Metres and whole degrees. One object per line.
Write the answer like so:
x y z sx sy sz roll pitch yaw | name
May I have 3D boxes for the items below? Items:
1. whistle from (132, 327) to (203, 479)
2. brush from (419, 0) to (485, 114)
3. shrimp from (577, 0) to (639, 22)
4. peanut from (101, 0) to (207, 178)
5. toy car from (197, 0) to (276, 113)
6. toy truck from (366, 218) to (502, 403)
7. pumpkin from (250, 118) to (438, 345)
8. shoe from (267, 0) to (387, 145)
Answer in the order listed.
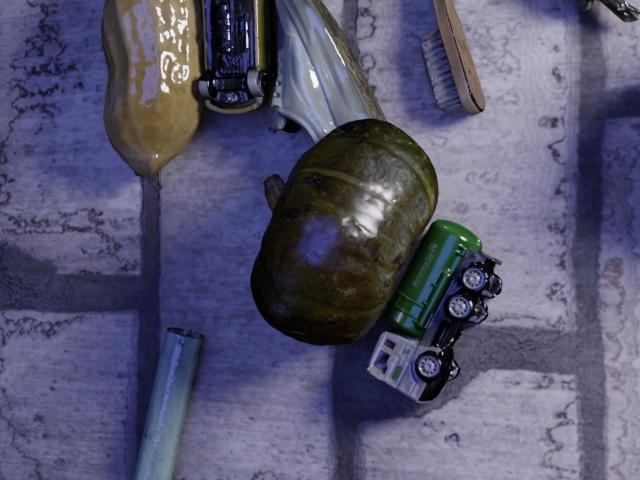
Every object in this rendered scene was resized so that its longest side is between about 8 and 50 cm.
-0.241 0.290 1.429 0.062 0.062 0.312 13 91 20 | whistle
0.161 -0.327 1.326 0.065 0.070 0.328 -18 79 28 | brush
0.356 -0.454 1.261 0.246 0.085 0.361 -27 75 9 | shrimp
-0.254 -0.268 1.415 0.174 0.158 0.340 -4 86 15 | peanut
-0.118 -0.318 1.391 0.101 0.124 0.257 0 96 18 | toy car
0.157 0.096 1.281 0.125 0.101 0.243 27 93 23 | toy truck
0.000 0.000 1.231 0.242 0.232 0.325 27 114 15 | pumpkin
-0.019 -0.220 1.351 0.159 0.124 0.316 -31 80 17 | shoe
